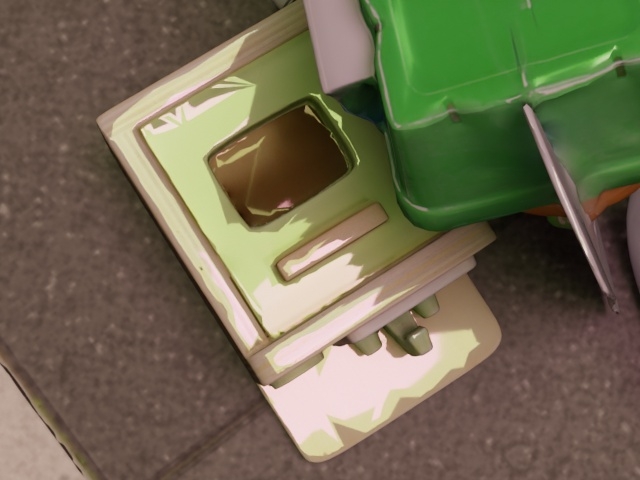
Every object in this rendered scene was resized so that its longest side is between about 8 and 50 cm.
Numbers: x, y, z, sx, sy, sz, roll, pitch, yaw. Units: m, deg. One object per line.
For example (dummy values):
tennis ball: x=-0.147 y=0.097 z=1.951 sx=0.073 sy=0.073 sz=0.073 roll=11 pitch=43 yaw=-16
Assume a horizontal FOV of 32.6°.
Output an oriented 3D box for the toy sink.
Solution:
toy sink: x=0.000 y=0.000 z=0.634 sx=0.153 sy=0.131 sz=0.234 roll=-31 pitch=88 yaw=-8

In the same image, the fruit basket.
fruit basket: x=0.094 y=-0.120 z=0.555 sx=0.166 sy=0.353 sz=0.326 roll=-14 pitch=82 yaw=10

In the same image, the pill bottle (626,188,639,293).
pill bottle: x=0.361 y=-0.022 z=0.647 sx=0.323 sy=0.181 sz=0.181 roll=-22 pitch=86 yaw=-8

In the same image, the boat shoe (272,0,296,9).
boat shoe: x=0.036 y=-0.180 z=0.702 sx=0.142 sy=0.049 sz=0.040 roll=-33 pitch=88 yaw=-11
